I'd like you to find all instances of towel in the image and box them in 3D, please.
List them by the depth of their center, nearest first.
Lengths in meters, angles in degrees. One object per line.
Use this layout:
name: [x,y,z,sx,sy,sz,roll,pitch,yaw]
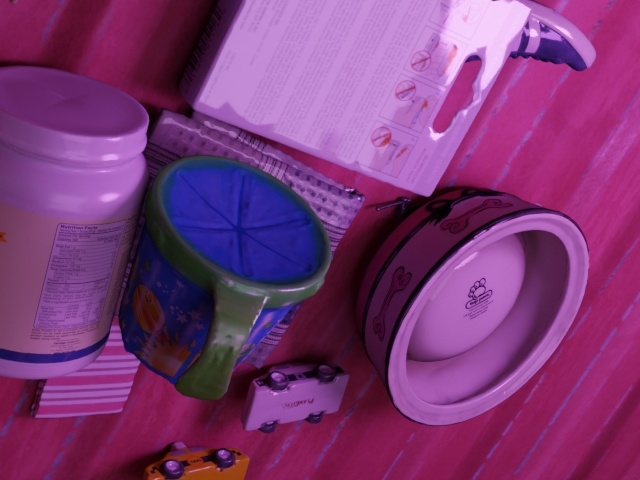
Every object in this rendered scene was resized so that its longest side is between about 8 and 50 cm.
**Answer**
towel: [-0.149,-0.002,1.712,0.324,0.056,0.312,24,108,-21]
towel: [-0.328,0.173,1.784,0.144,0.029,0.197,3,121,-35]

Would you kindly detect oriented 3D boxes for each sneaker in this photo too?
sneaker: [0.240,-0.297,1.765,0.350,0.131,0.148,24,104,-31]

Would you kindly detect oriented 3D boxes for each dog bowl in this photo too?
dog bowl: [0.232,0.094,1.992,0.408,0.150,0.408,-21,133,-25]

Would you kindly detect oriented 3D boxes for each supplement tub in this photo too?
supplement tub: [-0.340,-0.023,1.492,0.235,0.235,0.324,1,120,-34]

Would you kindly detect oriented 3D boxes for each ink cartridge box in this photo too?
ink cartridge box: [0.049,-0.258,1.637,0.385,0.091,0.308,19,109,-28]

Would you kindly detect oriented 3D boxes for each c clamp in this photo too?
c clamp: [0.138,-0.005,1.972,0.137,0.022,0.160,-19,128,-28]

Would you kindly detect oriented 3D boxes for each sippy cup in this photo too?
sippy cup: [-0.137,0.052,1.522,0.305,0.240,0.224,-35,161,-54]

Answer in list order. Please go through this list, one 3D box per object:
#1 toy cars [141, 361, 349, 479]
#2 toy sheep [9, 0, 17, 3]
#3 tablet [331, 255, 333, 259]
toy cars: [-0.134,0.302,1.965,0.394,0.087,0.176,-39,139,-9]
toy sheep: [-0.348,-0.317,1.388,0.132,0.091,0.091,20,108,-35]
tablet: [0.000,0.000,1.891,0.054,0.006,0.083,-10,126,-28]
